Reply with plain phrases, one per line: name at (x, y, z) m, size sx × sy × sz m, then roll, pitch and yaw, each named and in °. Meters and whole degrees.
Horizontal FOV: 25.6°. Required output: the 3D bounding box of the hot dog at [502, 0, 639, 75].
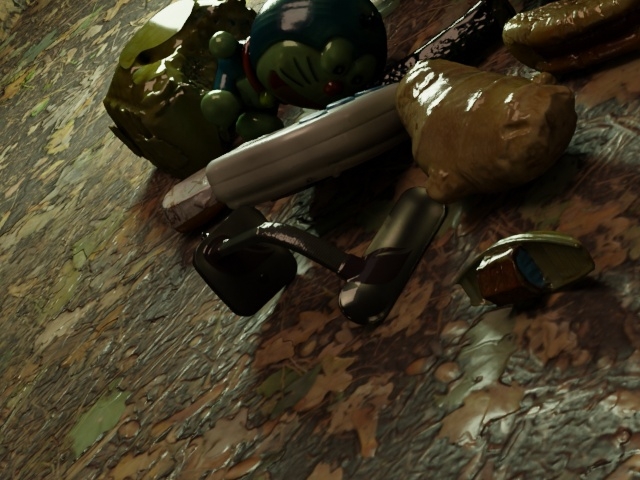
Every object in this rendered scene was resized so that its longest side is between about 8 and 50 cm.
hot dog at (0.314, -0.247, 1.649) m, size 0.242 × 0.084 × 0.073 m, roll -14°, pitch 35°, yaw 44°

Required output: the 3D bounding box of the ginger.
ginger at (0.173, -0.135, 1.630) m, size 0.190 × 0.126 × 0.354 m, roll -51°, pitch 21°, yaw 5°

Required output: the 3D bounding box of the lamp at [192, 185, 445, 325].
lamp at (-0.002, -0.006, 1.675) m, size 0.283 × 0.124 × 0.203 m, roll -1°, pitch 36°, yaw 51°

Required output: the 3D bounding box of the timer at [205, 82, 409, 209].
timer at (-0.006, -0.120, 1.819) m, size 0.237 × 0.087 × 0.262 m, roll -21°, pitch 6°, yaw 40°

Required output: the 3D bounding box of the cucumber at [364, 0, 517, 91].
cucumber at (0.157, -0.243, 1.903) m, size 0.245 × 0.067 × 0.067 m, roll -36°, pitch 25°, yaw 16°

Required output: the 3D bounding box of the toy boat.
toy boat at (0.202, 0.029, 1.379) m, size 0.172 × 0.065 × 0.066 m, roll -21°, pitch 18°, yaw 48°

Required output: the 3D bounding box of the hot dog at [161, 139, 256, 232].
hot dog at (-0.152, -0.080, 2.084) m, size 0.191 × 0.059 × 0.108 m, roll -32°, pitch 33°, yaw 9°

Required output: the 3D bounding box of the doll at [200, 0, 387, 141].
doll at (-0.033, -0.269, 2.045) m, size 0.321 × 0.198 × 0.186 m, roll -16°, pitch 60°, yaw 38°

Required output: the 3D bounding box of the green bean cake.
green bean cake at (-0.204, -0.271, 2.305) m, size 0.310 × 0.202 × 0.285 m, roll -47°, pitch 27°, yaw -12°
